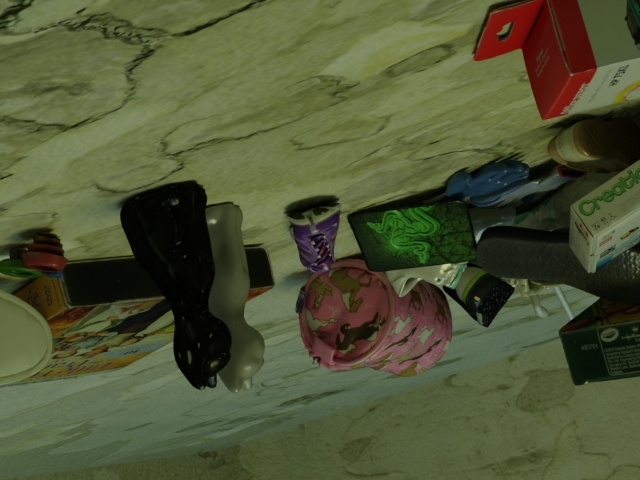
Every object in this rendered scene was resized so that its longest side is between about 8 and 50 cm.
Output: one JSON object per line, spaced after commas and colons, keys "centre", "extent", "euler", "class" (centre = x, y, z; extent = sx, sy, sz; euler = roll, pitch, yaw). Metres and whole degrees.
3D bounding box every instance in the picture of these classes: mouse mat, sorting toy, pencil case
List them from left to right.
{"centre": [-0.301, 0.014, 1.581], "extent": [0.061, 0.042, 0.102], "euler": [16, 162, -39], "class": "sorting toy"}
{"centre": [0.091, 0.124, 2.266], "extent": [0.167, 0.160, 0.386], "euler": [-10, 171, 18], "class": "pencil case"}
{"centre": [0.123, -0.003, 1.922], "extent": [0.153, 0.007, 0.189], "euler": [-7, 154, 9], "class": "mouse mat"}

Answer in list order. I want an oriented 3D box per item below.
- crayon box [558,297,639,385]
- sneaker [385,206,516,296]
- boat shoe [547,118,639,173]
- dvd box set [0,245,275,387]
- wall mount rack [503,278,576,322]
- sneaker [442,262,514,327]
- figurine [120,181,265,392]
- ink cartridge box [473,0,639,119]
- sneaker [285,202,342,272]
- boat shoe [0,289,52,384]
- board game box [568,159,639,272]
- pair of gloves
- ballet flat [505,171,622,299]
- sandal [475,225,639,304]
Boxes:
{"centre": [0.475, 0.093, 1.977], "extent": [0.202, 0.081, 0.318], "euler": [-13, -173, 35], "class": "crayon box"}
{"centre": [0.182, 0.016, 2.031], "extent": [0.212, 0.094, 0.080], "euler": [-23, 164, 33], "class": "sneaker"}
{"centre": [0.325, -0.108, 1.729], "extent": [0.059, 0.063, 0.170], "euler": [-17, 164, 40], "class": "boat shoe"}
{"centre": [-0.299, 0.109, 1.946], "extent": [0.308, 0.062, 0.420], "euler": [-4, 164, -39], "class": "dvd box set"}
{"centre": [0.488, 0.065, 2.541], "extent": [0.350, 0.130, 0.304], "euler": [-18, 168, 20], "class": "wall mount rack"}
{"centre": [0.251, 0.073, 2.424], "extent": [0.084, 0.097, 0.234], "euler": [-53, 161, -4], "class": "sneaker"}
{"centre": [-0.123, 0.063, 1.589], "extent": [0.092, 0.209, 0.215], "euler": [-17, 168, 11], "class": "figurine"}
{"centre": [0.259, -0.172, 1.293], "extent": [0.231, 0.078, 0.134], "euler": [-14, 168, -4], "class": "ink cartridge box"}
{"centre": [0.000, 0.000, 1.788], "extent": [0.068, 0.071, 0.170], "euler": [-15, 168, -1], "class": "sneaker"}
{"centre": [-0.455, 0.108, 1.656], "extent": [0.319, 0.116, 0.099], "euler": [3, 172, -40], "class": "boat shoe"}
{"centre": [0.431, -0.081, 1.748], "extent": [0.305, 0.053, 0.193], "euler": [-33, 164, -1], "class": "board game box"}
{"centre": [0.224, -0.069, 1.858], "extent": [0.198, 0.023, 0.159], "euler": [2, 161, -43], "class": "pair of gloves"}
{"centre": [0.362, -0.019, 1.997], "extent": [0.147, 0.147, 0.409], "euler": [-9, 167, -24], "class": "ballet flat"}
{"centre": [0.328, 0.016, 1.905], "extent": [0.254, 0.054, 0.097], "euler": [12, 133, 19], "class": "sandal"}
